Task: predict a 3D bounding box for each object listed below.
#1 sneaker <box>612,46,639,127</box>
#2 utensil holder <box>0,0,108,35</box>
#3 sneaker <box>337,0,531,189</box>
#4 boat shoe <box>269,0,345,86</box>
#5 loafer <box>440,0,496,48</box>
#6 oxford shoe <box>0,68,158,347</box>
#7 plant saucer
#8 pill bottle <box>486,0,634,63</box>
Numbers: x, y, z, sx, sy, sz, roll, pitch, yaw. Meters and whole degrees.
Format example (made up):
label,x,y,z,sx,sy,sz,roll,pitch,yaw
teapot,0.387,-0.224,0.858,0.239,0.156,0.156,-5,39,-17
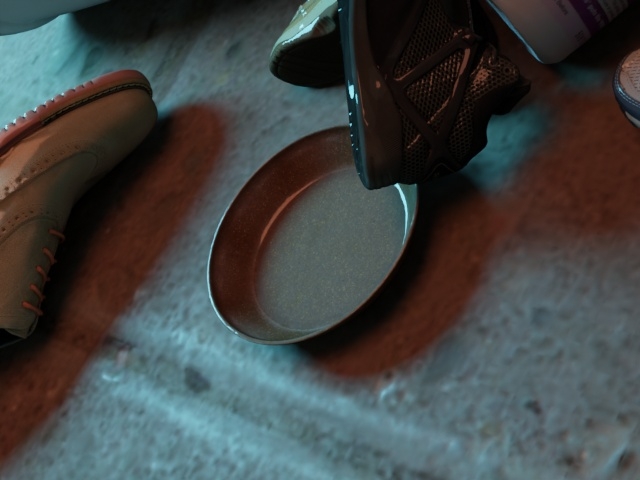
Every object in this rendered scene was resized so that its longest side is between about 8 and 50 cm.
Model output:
label,x,y,z,sx,sy,sz,roll,pitch,yaw
sneaker,0.309,-0.133,0.968,0.283,0.122,0.110,-5,57,37
utensil holder,-0.200,-0.392,1.431,0.386,0.327,0.327,-10,55,33
sneaker,0.080,-0.157,1.122,0.130,0.087,0.227,-7,91,-7
boat shoe,0.017,-0.190,1.256,0.190,0.068,0.072,-31,47,55
loafer,0.083,-0.199,1.235,0.080,0.078,0.220,-27,46,22
oxford shoe,-0.278,0.013,1.374,0.397,0.140,0.146,-44,73,-2
plant saucer,0.000,0.000,1.191,0.199,0.036,0.198,-21,48,26
pill bottle,0.230,-0.284,1.110,0.301,0.169,0.169,-39,43,9
